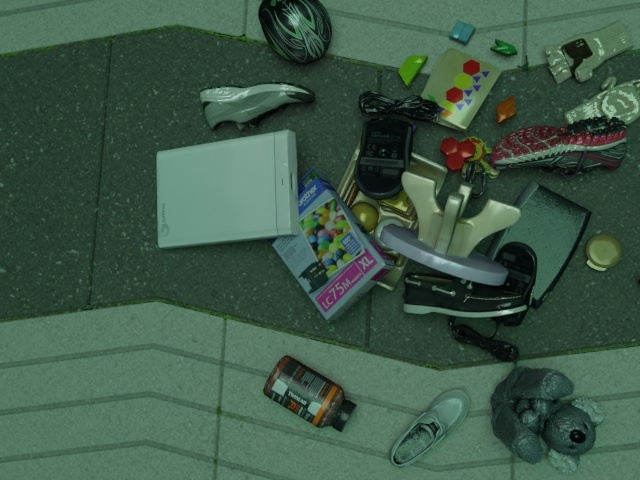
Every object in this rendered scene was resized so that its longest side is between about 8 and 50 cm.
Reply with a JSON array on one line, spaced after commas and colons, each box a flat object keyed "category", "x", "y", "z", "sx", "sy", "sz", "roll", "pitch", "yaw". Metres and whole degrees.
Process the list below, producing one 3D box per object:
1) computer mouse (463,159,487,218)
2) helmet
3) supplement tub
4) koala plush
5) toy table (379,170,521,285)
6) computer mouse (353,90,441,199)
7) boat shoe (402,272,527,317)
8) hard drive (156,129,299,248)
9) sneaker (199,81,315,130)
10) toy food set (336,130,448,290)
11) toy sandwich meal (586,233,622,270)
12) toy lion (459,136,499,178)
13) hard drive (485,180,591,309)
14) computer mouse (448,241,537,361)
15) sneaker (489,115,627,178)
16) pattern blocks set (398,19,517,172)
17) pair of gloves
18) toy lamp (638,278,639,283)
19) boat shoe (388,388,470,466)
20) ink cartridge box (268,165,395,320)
[{"category": "computer mouse", "x": 0.318, "y": -0.064, "z": 1.837, "sx": 0.071, "sy": 0.041, "sz": 0.242, "roll": 21, "pitch": 92, "yaw": 4}, {"category": "helmet", "x": -0.053, "y": -0.494, "z": 1.883, "sx": 0.169, "sy": 0.169, "sz": 0.161, "roll": -37, "pitch": 64, "yaw": 1}, {"category": "supplement tub", "x": -0.021, "y": 0.345, "z": 1.803, "sx": 0.198, "sy": 0.106, "sz": 0.106, "roll": 29, "pitch": 87, "yaw": 9}, {"category": "koala plush", "x": 0.494, "y": 0.383, "z": 1.729, "sx": 0.221, "sy": 0.203, "sz": 0.196, "roll": 26, "pitch": 86, "yaw": -13}, {"category": "toy table", "x": 0.275, "y": -0.031, "z": 1.691, "sx": 0.274, "sy": 0.252, "sz": 0.160, "roll": 17, "pitch": 105, "yaw": 1}, {"category": "computer mouse", "x": 0.153, "y": -0.198, "z": 1.804, "sx": 0.189, "sy": 0.072, "sz": 0.272, "roll": 11, "pitch": 66, "yaw": 11}, {"category": "boat shoe", "x": 0.295, "y": 0.112, "z": 1.729, "sx": 0.303, "sy": 0.114, "sz": 0.091, "roll": -2, "pitch": 92, "yaw": 41}, {"category": "hard drive", "x": -0.217, "y": -0.111, "z": 1.846, "sx": 0.353, "sy": 0.047, "sz": 0.232, "roll": -6, "pitch": 82, "yaw": 26}, {"category": "sneaker", "x": -0.145, "y": -0.316, "z": 1.905, "sx": 0.272, "sy": 0.100, "sz": 0.107, "roll": -5, "pitch": 97, "yaw": 9}, {"category": "toy food set", "x": 0.128, "y": -0.069, "z": 1.841, "sx": 0.220, "sy": 0.092, "sz": 0.306, "roll": 25, "pitch": 87, "yaw": 8}, {"category": "toy sandwich meal", "x": 0.629, "y": 0.028, "z": 1.811, "sx": 0.086, "sy": 0.029, "sz": 0.085, "roll": -1, "pitch": 79, "yaw": 6}, {"category": "toy lion", "x": 0.360, "y": -0.191, "z": 1.864, "sx": 0.100, "sy": 0.034, "sz": 0.096, "roll": 2, "pitch": 76, "yaw": 6}, {"category": "hard drive", "x": 0.480, "y": 0.007, "z": 1.814, "sx": 0.172, "sy": 0.054, "sz": 0.254, "roll": 30, "pitch": 87, "yaw": 9}, {"category": "computer mouse", "x": 0.378, "y": 0.120, "z": 1.778, "sx": 0.184, "sy": 0.060, "sz": 0.261, "roll": 15, "pitch": 102, "yaw": 34}, {"category": "sneaker", "x": 0.527, "y": -0.188, "z": 1.799, "sx": 0.299, "sy": 0.121, "sz": 0.112, "roll": -7, "pitch": 122, "yaw": 7}, {"category": "pattern blocks set", "x": 0.310, "y": -0.340, "z": 1.862, "sx": 0.285, "sy": 0.026, "sz": 0.325, "roll": 38, "pitch": 84, "yaw": 19}, {"category": "pair of gloves", "x": 0.636, "y": -0.367, "z": 1.847, "sx": 0.204, "sy": 0.042, "sz": 0.240, "roll": -19, "pitch": 83, "yaw": 4}, {"category": "toy lamp", "x": 0.820, "y": 0.155, "z": 1.751, "sx": 0.275, "sy": 0.080, "sz": 0.080, "roll": 44, "pitch": 89, "yaw": 9}, {"category": "boat shoe", "x": 0.241, "y": 0.417, "z": 1.779, "sx": 0.227, "sy": 0.081, "sz": 0.079, "roll": -44, "pitch": 81, "yaw": 0}, {"category": "ink cartridge box", "x": 0.000, "y": 0.000, "z": 1.783, "sx": 0.186, "sy": 0.065, "sz": 0.311, "roll": -45, "pitch": 63, "yaw": 17}]
